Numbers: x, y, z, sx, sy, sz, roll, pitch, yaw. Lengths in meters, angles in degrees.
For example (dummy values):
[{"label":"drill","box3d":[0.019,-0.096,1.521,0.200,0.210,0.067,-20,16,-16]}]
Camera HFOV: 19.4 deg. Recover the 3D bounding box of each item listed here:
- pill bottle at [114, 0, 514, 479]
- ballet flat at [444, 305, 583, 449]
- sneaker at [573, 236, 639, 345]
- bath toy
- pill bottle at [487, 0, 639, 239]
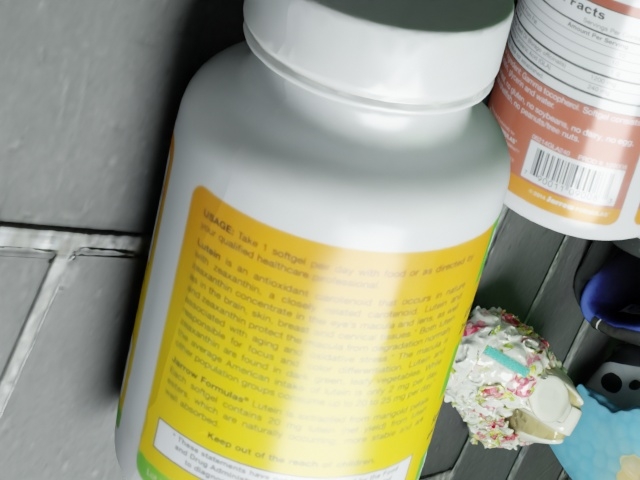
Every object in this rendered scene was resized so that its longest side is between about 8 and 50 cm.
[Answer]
[{"label":"pill bottle","box3d":[0.000,0.000,0.772,0.136,0.136,0.245,-32,144,-51]},{"label":"ballet flat","box3d":[0.139,0.107,1.286,0.091,0.077,0.241,-62,159,-2]},{"label":"sneaker","box3d":[0.280,0.004,1.441,0.182,0.127,0.315,-59,151,2]},{"label":"bath toy","box3d":[0.347,0.114,1.595,0.348,0.151,0.129,-29,166,-43]},{"label":"pill bottle","box3d":[0.166,-0.118,1.023,0.121,0.121,0.216,-34,145,-50]}]
